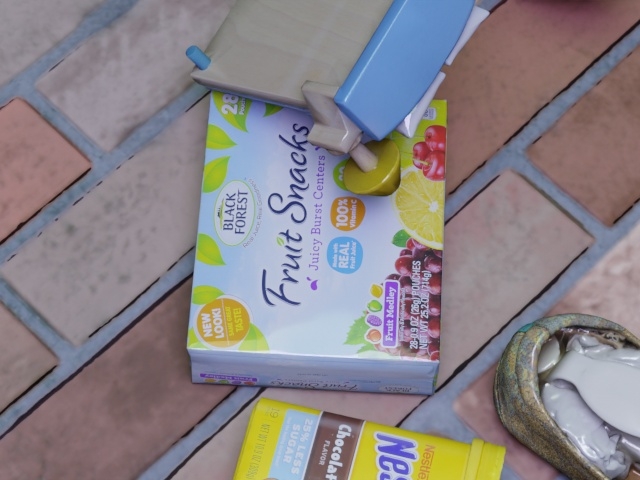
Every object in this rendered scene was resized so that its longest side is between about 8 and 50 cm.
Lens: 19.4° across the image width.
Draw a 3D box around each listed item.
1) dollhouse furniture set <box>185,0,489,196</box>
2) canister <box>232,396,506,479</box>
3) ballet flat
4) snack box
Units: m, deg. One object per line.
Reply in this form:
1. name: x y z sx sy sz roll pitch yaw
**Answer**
1. dollhouse furniture set: 0.039 -0.163 1.362 0.286 0.198 0.303 14 69 48
2. canister: 0.027 0.179 1.236 0.170 0.073 0.126 12 64 6
3. ballet flat: 0.263 0.164 1.225 0.348 0.123 0.123 36 69 15
4. snack box: 0.000 0.000 1.323 0.174 0.070 0.207 4 63 2
